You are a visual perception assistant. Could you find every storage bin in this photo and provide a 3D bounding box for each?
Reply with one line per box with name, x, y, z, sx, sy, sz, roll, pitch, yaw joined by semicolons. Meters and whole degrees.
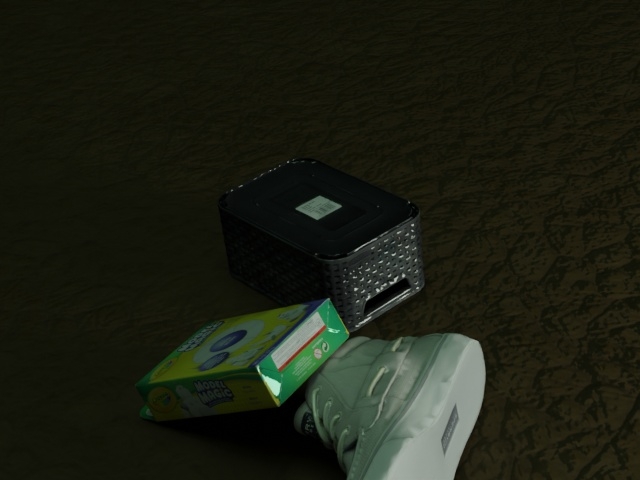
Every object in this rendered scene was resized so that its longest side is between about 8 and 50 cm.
storage bin;0.000;0.000;1.193;0.122;0.084;0.180;-29;37;-32

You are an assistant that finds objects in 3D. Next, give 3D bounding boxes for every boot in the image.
boot;0.035;0.155;0.948;0.123;0.095;0.258;0;24;24

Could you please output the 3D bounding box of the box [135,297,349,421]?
box;-0.073;0.101;1.031;0.179;0.043;0.105;-17;18;44
